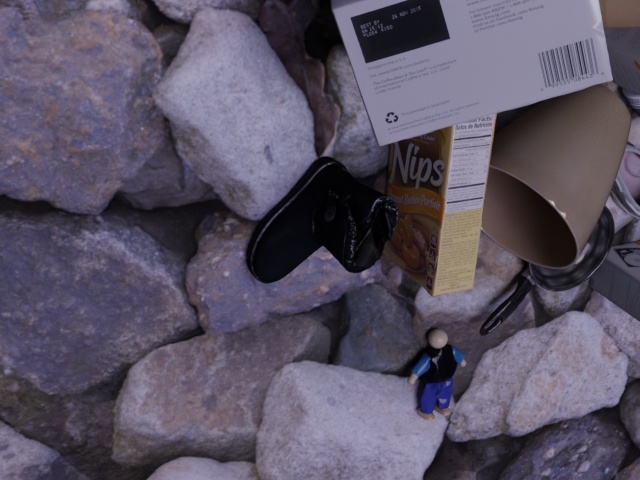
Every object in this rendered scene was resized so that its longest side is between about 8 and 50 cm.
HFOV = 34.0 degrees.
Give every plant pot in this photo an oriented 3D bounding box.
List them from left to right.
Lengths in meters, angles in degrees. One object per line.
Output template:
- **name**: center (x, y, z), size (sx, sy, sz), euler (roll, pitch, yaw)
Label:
- **plant pot**: center (0.408, -0.136, 1.804), size (0.274, 0.256, 0.256), euler (-49, 128, -19)

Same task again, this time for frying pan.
- **frying pan**: center (0.445, 0.060, 2.018), size (0.197, 0.053, 0.326), euler (22, 105, -34)

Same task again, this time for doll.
- **doll**: center (0.220, 0.255, 2.001), size (0.129, 0.046, 0.189), euler (-11, 119, -24)

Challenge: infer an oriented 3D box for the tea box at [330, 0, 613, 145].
- **tea box**: center (0.197, -0.337, 1.455), size (0.329, 0.323, 0.220), euler (-14, 125, 11)

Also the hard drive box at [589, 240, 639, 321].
- **hard drive box**: center (0.673, 0.089, 2.040), size (0.181, 0.232, 0.089), euler (-11, 119, -24)

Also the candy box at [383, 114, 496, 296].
- **candy box**: center (0.188, -0.091, 1.723), size (0.087, 0.183, 0.316), euler (-10, 119, -24)

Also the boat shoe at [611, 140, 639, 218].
- **boat shoe**: center (0.615, -0.110, 1.987), size (0.320, 0.103, 0.118), euler (33, 96, -36)

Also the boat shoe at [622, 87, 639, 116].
- **boat shoe**: center (0.691, -0.336, 1.912), size (0.301, 0.108, 0.102), euler (-45, 126, 2)

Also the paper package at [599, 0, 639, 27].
- **paper package**: center (0.507, -0.522, 1.598), size (0.309, 0.168, 0.325), euler (-54, 139, -49)

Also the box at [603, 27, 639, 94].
- **box**: center (0.572, -0.320, 1.816), size (0.091, 0.170, 0.130), euler (-44, 127, -2)

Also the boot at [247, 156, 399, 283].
- **boot**: center (0.000, 0.000, 1.656), size (0.094, 0.207, 0.246), euler (33, 97, -36)
